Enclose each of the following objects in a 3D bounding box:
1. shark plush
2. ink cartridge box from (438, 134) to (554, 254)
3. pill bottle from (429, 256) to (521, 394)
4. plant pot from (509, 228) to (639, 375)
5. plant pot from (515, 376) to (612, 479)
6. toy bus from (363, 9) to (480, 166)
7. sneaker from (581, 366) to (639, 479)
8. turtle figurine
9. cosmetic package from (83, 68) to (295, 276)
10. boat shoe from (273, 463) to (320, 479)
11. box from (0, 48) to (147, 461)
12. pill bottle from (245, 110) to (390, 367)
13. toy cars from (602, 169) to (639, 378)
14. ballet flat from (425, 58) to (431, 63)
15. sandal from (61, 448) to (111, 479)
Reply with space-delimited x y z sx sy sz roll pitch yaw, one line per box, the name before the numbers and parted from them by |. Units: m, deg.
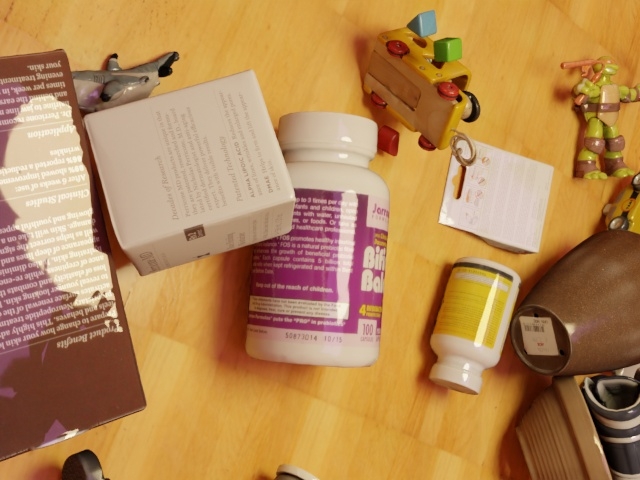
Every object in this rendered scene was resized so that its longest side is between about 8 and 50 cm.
shark plush | -0.225 -0.192 1.063 0.161 0.073 0.067 -37 79 -26
ink cartridge box | 0.266 -0.068 1.430 0.179 0.045 0.145 15 80 -16
pill bottle | 0.219 0.124 1.341 0.103 0.103 0.184 29 73 -32
plant pot | 0.395 0.113 1.390 0.230 0.215 0.215 -18 99 -38
plant pot | 0.365 0.326 1.407 0.110 0.237 0.237 -17 101 7
toy bus | 0.154 -0.203 1.248 0.104 0.191 0.202 -23 102 -34
sneaker | 0.449 0.240 1.419 0.099 0.282 0.153 -15 108 10
turtle figurine | 0.461 -0.212 1.534 0.270 0.087 0.217 -9 102 -44
cosmetic package | -0.137 -0.068 1.001 0.184 0.151 0.151 -17 78 -7
boat shoe | 0.014 0.417 1.184 0.091 0.109 0.305 -45 117 -33
box | -0.323 0.014 0.936 0.191 0.143 0.381 -15 96 -35
pill bottle | 0.000 0.000 1.147 0.169 0.169 0.301 6 86 -35
toy cars | 0.539 0.065 1.589 0.177 0.087 0.393 -7 96 -31
ballet flat | 0.157 -0.214 1.346 0.041 0.041 0.114 -32 106 -32
sandal | -0.222 0.334 1.031 0.054 0.097 0.254 -29 116 -32
